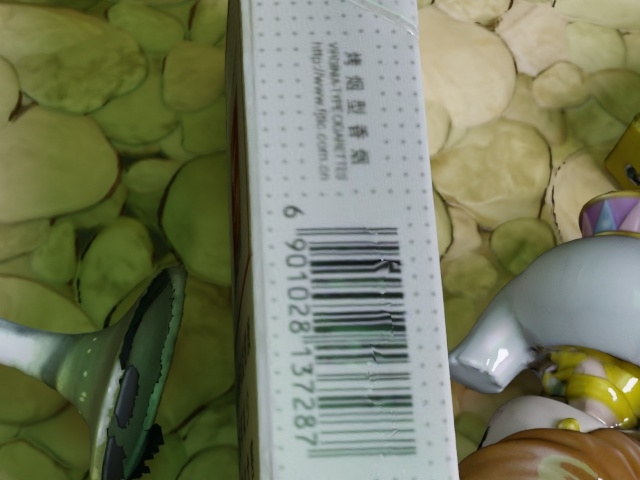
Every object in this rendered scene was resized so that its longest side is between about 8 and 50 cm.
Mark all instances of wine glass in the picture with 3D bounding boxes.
[{"bbox_3d":[-0.233,0.038,0.744,0.321,0.143,0.143,15,68,2],"label":"wine glass"}]

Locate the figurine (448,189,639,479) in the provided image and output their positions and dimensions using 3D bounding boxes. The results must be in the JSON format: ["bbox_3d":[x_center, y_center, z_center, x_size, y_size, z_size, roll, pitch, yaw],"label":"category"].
[{"bbox_3d":[0.147,0.107,0.752,0.190,0.142,0.263,13,62,24],"label":"figurine"}]

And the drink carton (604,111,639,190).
[{"bbox_3d":[0.368,-0.091,0.870,0.351,0.111,0.154,-30,75,-16],"label":"drink carton"}]

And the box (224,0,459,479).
[{"bbox_3d":[-0.001,0.000,0.743,0.095,0.210,0.330,-2,69,-7],"label":"box"}]
